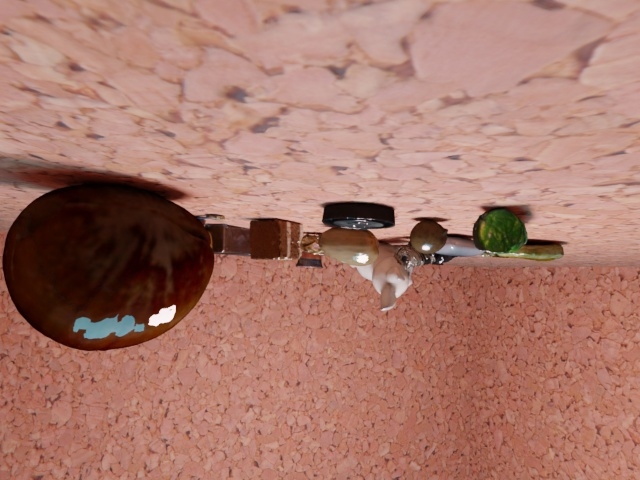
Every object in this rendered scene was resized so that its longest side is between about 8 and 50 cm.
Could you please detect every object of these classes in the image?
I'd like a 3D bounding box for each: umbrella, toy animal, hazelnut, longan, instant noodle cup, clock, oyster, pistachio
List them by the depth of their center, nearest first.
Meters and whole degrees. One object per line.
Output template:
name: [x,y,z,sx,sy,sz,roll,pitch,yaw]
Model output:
hazelnut: [-0.473,0.065,1.023,0.429,0.402,0.402,22,164,-40]
clock: [0.095,-0.059,1.107,0.184,0.040,0.184,4,174,0]
longan: [0.301,-0.013,1.230,0.113,0.092,0.113,1,150,1]
pistachio: [0.096,0.015,1.480,0.206,0.131,0.129,7,169,20]
oyster: [0.000,0.000,1.795,0.163,0.081,0.191,28,-155,31]
umbrella: [0.449,0.044,1.803,0.358,0.106,0.113,-5,-145,-38]
toy animal: [0.262,0.140,1.874,0.241,0.196,0.367,7,-159,-18]
instant noodle cup: [-0.046,0.058,2.027,0.127,0.135,0.127,3,175,0]

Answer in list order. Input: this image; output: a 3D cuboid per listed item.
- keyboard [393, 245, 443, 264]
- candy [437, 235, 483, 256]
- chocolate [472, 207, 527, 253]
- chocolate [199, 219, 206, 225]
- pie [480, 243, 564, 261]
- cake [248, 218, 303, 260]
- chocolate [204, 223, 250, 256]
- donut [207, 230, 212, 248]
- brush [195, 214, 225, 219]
keyboard: [0.472,0.077,2.038,0.103,0.041,0.381,7,-175,-38]
candy: [0.485,0.021,1.600,0.174,0.071,0.138,8,174,-30]
chocolate: [0.454,-0.013,1.093,0.110,0.110,0.291,1,177,30]
chocolate: [-0.444,-0.062,1.523,0.101,0.031,0.064,3,171,19]
pie: [0.752,0.040,1.673,0.302,0.067,0.302,3,176,0]
cake: [-0.144,0.000,1.468,0.134,0.135,0.147,0,179,28]
chocolate: [-0.321,0.007,1.781,0.112,0.112,0.321,-3,173,31]
donut: [-0.515,0.010,1.480,0.299,0.150,0.317,6,167,32]
brush: [-0.374,-0.073,1.433,0.164,0.014,0.051,1,173,34]
